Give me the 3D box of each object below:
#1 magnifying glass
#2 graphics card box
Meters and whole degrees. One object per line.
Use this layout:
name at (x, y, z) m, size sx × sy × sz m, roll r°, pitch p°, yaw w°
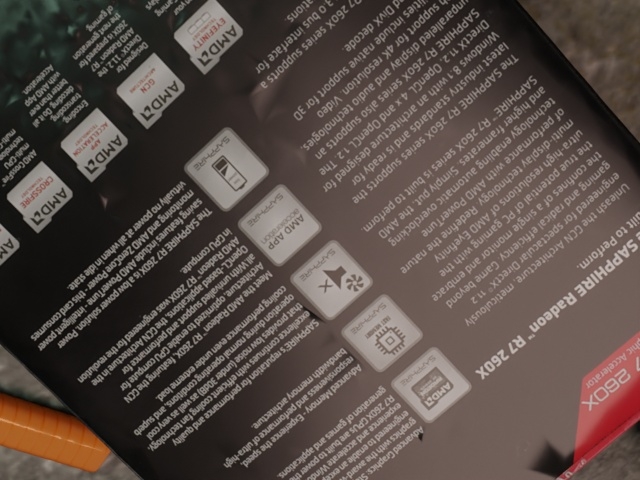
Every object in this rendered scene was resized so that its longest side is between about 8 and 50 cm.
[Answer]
magnifying glass at (-0.218, 0.082, 0.574) m, size 0.231 × 0.026 × 0.092 m, roll 24°, pitch 112°, yaw -32°
graphics card box at (-0.036, -0.041, 0.424) m, size 0.233 × 0.094 × 0.371 m, roll -43°, pitch 101°, yaw 10°
